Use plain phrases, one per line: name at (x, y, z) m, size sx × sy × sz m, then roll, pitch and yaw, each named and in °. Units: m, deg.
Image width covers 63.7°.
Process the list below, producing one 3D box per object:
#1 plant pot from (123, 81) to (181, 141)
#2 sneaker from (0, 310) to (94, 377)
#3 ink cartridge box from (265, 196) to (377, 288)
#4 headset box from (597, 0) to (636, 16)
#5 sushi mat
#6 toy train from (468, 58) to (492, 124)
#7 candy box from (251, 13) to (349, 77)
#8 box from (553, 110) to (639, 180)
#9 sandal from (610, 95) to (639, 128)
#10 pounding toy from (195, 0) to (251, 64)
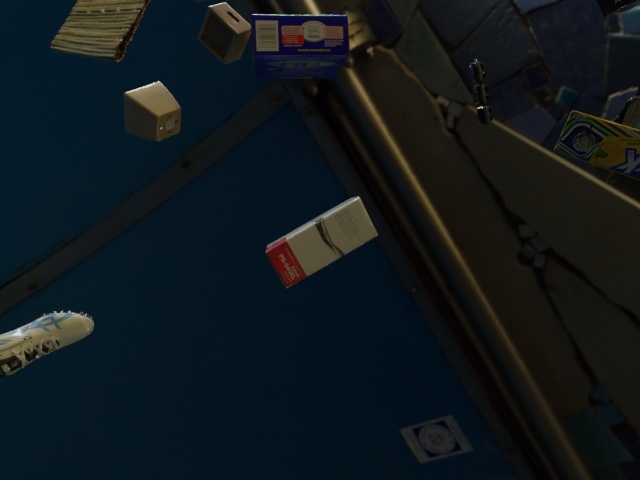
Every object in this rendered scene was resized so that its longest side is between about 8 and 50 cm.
plant pot at (-0.401, -0.304, 1.253) m, size 0.096 × 0.109 × 0.109 m, roll 35°, pitch -134°, yaw 18°
sneaker at (-0.518, 0.190, 0.901) m, size 0.237 × 0.085 × 0.086 m, roll -16°, pitch -129°, yaw -20°
ink cartridge box at (0.000, 0.000, 0.751) m, size 0.063 × 0.150 × 0.109 m, roll 61°, pitch 179°, yaw -5°
headset box at (0.508, -0.595, 0.934) m, size 0.293 × 0.110 × 0.218 m, roll 49°, pitch -139°, yaw -24°
sushi mat at (-0.347, -0.359, 0.821) m, size 0.019 × 0.317 × 0.151 m, roll 34°, pitch -96°, yaw -45°
toy train at (0.389, -0.360, 1.255) m, size 0.027 × 0.036 × 0.158 m, roll -23°, pitch -70°, yaw -18°
candy box at (-0.071, -0.568, 1.536) m, size 0.268 × 0.317 × 0.122 m, roll -2°, pitch -84°, yaw -7°
box at (0.375, -0.103, 0.612) m, size 0.169 × 0.054 × 0.059 m, roll 27°, pitch -157°, yaw 26°
sandal at (0.799, -0.310, 1.366) m, size 0.067 × 0.179 × 0.040 m, roll -8°, pitch -133°, yaw -11°
pounding toy at (-0.305, -0.705, 1.629) m, size 0.181 × 0.206 × 0.094 m, roll 43°, pitch -135°, yaw 3°
